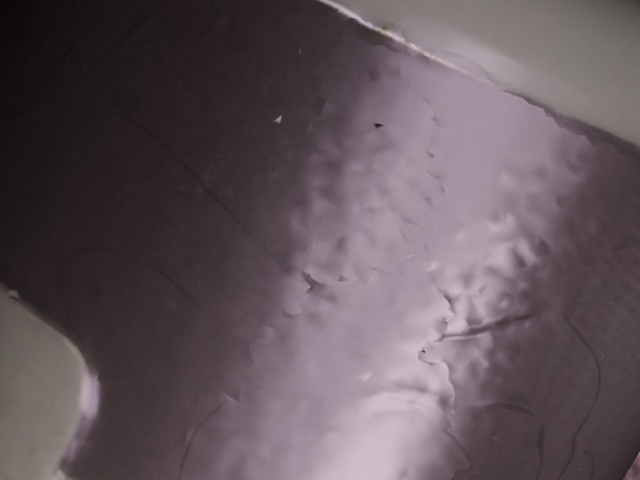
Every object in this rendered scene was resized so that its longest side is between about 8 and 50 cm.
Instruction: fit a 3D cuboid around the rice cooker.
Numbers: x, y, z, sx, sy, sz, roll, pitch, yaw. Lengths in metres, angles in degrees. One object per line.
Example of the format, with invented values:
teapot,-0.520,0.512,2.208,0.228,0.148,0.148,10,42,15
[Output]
rice cooker,-0.002,0.002,0.621,0.288,0.288,0.277,22,105,-17
